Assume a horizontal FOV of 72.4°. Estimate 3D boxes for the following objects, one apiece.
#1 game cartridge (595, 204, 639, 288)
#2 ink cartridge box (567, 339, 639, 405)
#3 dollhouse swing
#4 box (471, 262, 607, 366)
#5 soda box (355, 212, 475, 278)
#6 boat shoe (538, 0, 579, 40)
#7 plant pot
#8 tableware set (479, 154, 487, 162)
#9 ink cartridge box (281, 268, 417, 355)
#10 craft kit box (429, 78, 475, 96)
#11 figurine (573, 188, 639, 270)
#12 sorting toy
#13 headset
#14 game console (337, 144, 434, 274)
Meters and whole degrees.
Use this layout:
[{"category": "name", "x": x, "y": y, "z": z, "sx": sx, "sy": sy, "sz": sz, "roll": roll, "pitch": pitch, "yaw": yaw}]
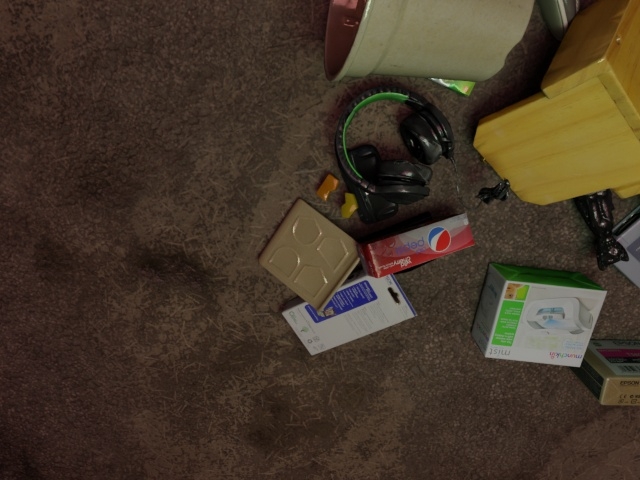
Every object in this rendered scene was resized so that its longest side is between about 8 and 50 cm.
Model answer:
[{"category": "game cartridge", "x": 0.885, "y": -0.022, "z": 1.119, "sx": 0.196, "sy": 0.060, "sz": 0.294, "roll": 40, "pitch": 107, "yaw": -9}, {"category": "ink cartridge box", "x": 0.827, "y": 0.352, "z": 1.183, "sx": 0.235, "sy": 0.193, "sz": 0.088, "roll": 0, "pitch": 108, "yaw": 1}, {"category": "dollhouse swing", "x": 0.578, "y": -0.287, "z": 0.973, "sx": 0.347, "sy": 0.305, "sz": 0.315, "roll": 37, "pitch": 73, "yaw": -24}, {"category": "box", "x": 0.569, "y": 0.197, "z": 1.171, "sx": 0.262, "sy": 0.127, "sz": 0.231, "roll": 7, "pitch": 108, "yaw": -2}, {"category": "soda box", "x": 0.226, "y": 0.010, "z": 1.046, "sx": 0.263, "sy": 0.092, "sz": 0.083, "roll": -18, "pitch": 94, "yaw": -13}, {"category": "boat shoe", "x": 0.481, "y": -0.587, "z": 0.888, "sx": 0.096, "sy": 0.112, "sz": 0.335, "roll": -24, "pitch": 105, "yaw": 15}, {"category": "plant pot", "x": 0.195, "y": -0.435, "z": 0.811, "sx": 0.306, "sy": 0.334, "sz": 0.333, "roll": 7, "pitch": 111, "yaw": -14}, {"category": "tableware set", "x": 0.469, "y": -0.223, "z": 1.072, "sx": 0.154, "sy": 0.024, "sz": 0.104, "roll": -12, "pitch": 113, "yaw": 5}, {"category": "ink cartridge box", "x": 0.076, "y": 0.185, "z": 1.183, "sx": 0.333, "sy": 0.065, "sz": 0.165, "roll": -24, "pitch": 108, "yaw": 22}, {"category": "craft kit box", "x": 0.272, "y": -0.485, "z": 0.962, "sx": 0.247, "sy": 0.061, "sz": 0.249, "roll": 23, "pitch": 109, "yaw": -4}, {"category": "figurine", "x": 0.758, "y": -0.049, "z": 1.059, "sx": 0.215, "sy": 0.092, "sz": 0.209, "roll": -19, "pitch": 98, "yaw": 18}, {"category": "sorting toy", "x": 0.000, "y": 0.000, "z": 1.121, "sx": 0.229, "sy": 0.041, "sz": 0.307, "roll": 39, "pitch": 107, "yaw": 13}, {"category": "headset", "x": 0.222, "y": -0.187, "z": 0.978, "sx": 0.394, "sy": 0.185, "sz": 0.243, "roll": 29, "pitch": 90, "yaw": -4}, {"category": "game console", "x": 0.166, "y": -0.074, "z": 1.122, "sx": 0.213, "sy": 0.044, "sz": 0.361, "roll": -22, "pitch": 110, "yaw": 9}]
